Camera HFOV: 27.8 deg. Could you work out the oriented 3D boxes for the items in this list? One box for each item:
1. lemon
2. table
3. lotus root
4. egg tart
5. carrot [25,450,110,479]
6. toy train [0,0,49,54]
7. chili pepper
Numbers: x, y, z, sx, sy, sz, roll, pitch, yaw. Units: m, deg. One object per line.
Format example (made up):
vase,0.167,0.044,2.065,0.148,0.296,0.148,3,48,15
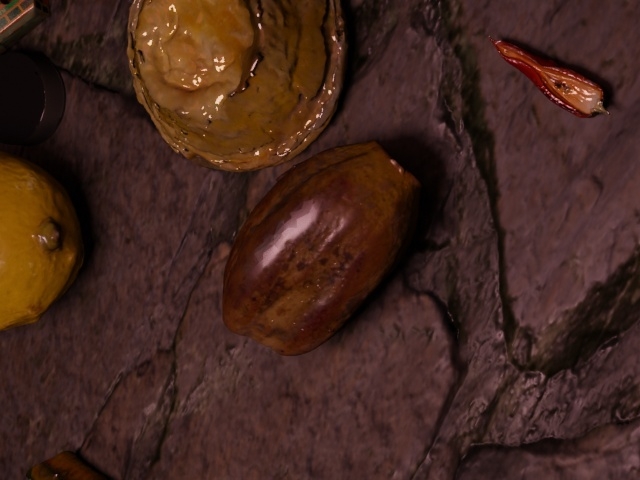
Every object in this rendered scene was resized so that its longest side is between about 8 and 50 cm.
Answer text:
lemon,-0.463,0.004,1.772,0.284,0.260,0.261,-37,74,44
table,-0.433,-0.204,1.865,0.133,0.043,0.134,1,92,28
lotus root,0.003,-0.002,1.580,0.193,0.193,0.291,48,114,18
egg tart,-0.130,-0.256,1.659,0.345,0.132,0.346,1,92,30
carrot,-0.327,0.356,1.802,0.173,0.082,0.082,36,107,22
toy train,-0.476,-0.318,1.846,0.188,0.072,0.099,-37,87,7
chili pepper,0.266,-0.190,1.508,0.178,0.027,0.045,34,102,23
